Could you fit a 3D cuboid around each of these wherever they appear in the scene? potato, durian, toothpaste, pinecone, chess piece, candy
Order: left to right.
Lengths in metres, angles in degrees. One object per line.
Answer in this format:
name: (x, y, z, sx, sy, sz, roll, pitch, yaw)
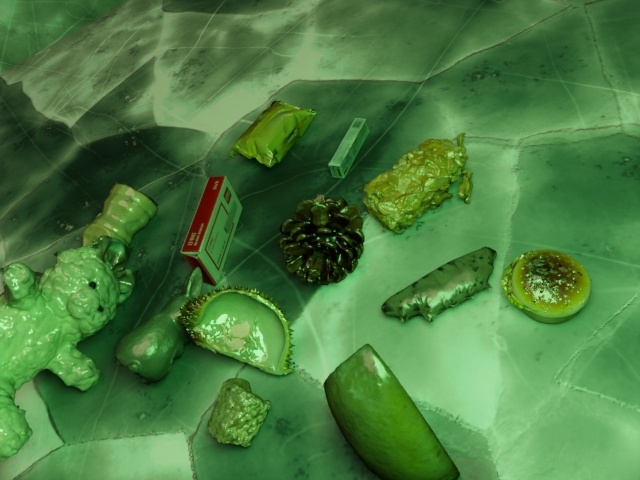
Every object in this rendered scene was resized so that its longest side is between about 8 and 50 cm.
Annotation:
chess piece: (-0.530, 0.010, 1.390, 0.137, 0.137, 0.300, 13, 65, 31)
candy: (-0.147, 0.309, 1.014, 0.095, 0.085, 0.110, 18, 73, 43)
durian: (-0.151, 0.157, 1.081, 0.252, 0.144, 0.139, 22, 61, -2)
pinecone: (0.001, 0.001, 1.144, 0.179, 0.150, 0.195, -2, 56, 14)
toothpaste: (0.071, -0.224, 1.360, 0.034, 0.046, 0.164, 12, 59, 28)
potato: (0.067, 0.246, 0.849, 0.112, 0.255, 0.269, -38, 49, -11)

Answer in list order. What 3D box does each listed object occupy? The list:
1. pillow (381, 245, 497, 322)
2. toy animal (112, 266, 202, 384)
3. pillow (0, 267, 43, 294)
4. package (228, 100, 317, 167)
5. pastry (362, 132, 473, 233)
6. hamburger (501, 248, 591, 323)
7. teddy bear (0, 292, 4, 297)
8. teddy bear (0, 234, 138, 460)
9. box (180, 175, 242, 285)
pillow: (0.231, 0.090, 1.040, 0.241, 0.051, 0.093, -28, 48, -3)
toy animal: (-0.297, 0.171, 1.149, 0.127, 0.125, 0.251, 14, 58, 44)
pillow: (-0.665, 0.169, 1.306, 0.059, 0.169, 0.255, -48, 43, 25)
package: (-0.122, -0.275, 1.453, 0.168, 0.090, 0.226, 21, 62, 38)
pastry: (0.215, -0.119, 1.177, 0.250, 0.102, 0.154, -35, 50, -7)
hamburger: (0.385, 0.075, 0.966, 0.141, 0.081, 0.126, 25, 66, 34)
teddy bear: (-0.759, 0.218, 1.310, 0.177, 0.140, 0.190, -51, 33, 38)
teddy bear: (-0.502, 0.168, 1.118, 0.362, 0.327, 0.375, -23, 29, -22)
box: (-0.243, -0.024, 1.284, 0.050, 0.123, 0.229, 0, 53, 17)
